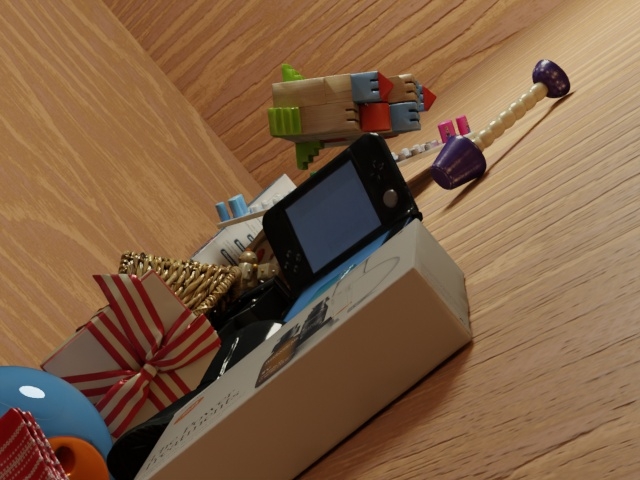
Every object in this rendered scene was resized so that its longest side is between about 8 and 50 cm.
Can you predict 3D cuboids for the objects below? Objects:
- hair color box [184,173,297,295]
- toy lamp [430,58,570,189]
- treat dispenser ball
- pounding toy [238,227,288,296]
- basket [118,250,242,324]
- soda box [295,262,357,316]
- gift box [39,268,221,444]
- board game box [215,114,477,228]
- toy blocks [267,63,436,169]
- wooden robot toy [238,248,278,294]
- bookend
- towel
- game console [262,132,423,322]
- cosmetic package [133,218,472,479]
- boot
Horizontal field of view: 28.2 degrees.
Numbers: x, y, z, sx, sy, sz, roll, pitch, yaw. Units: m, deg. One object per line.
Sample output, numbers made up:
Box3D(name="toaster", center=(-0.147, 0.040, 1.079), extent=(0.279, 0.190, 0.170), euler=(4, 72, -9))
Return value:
Box3D(name="hair color box", center=(-0.136, 0.029, 2.627), extent=(0.105, 0.174, 0.347), euler=(-36, 7, 46))
Box3D(name="toy lamp", center=(0.280, -0.179, 1.996), extent=(0.274, 0.080, 0.080), euler=(-42, 6, -19))
Box3D(name="treat dispenser ball", center=(-0.418, 0.312, 1.705), extent=(0.288, 0.288, 0.288), euler=(-40, 6, 5))
Box3D(name="pounding toy", center=(-0.041, 0.043, 2.437), extent=(0.269, 0.155, 0.154), euler=(-48, 28, 39))
Box3D(name="basket", center=(-0.266, 0.177, 2.309), extent=(0.299, 0.223, 0.213), euler=(108, 170, -63))
Box3D(name="soda box", center=(0.002, 0.115, 1.583), extent=(0.071, 0.067, 0.210), euler=(-37, 6, 37))
Box3D(name="gift box", center=(-0.300, 0.194, 1.977), extent=(0.255, 0.276, 0.258), euler=(-47, 8, -12))
Box3D(name="board game box", center=(0.042, -0.133, 2.454), extent=(0.390, 0.050, 0.390), euler=(-23, 5, -38))
Box3D(name="toy blocks", center=(0.073, -0.241, 2.357), extent=(0.261, 0.191, 0.381), euler=(-6, -2, 12))
Box3D(name="wooden robot toy", center=(-0.140, 0.049, 2.363), extent=(0.173, 0.076, 0.079), euler=(-22, 59, 57))
Box3D(name="bookend", center=(-0.134, 0.150, 2.189), extent=(0.157, 0.072, 0.156), euler=(-44, 7, -31))
Box3D(name="towel", center=(-0.366, 0.345, 1.475), extent=(0.199, 0.275, 0.031), euler=(-41, -38, 0))
Box3D(name="game console", center=(0.000, 0.000, 2.033), extent=(0.293, 0.250, 0.173), euler=(-36, -20, 33))
Box3D(name="cosmetic package", center=(-0.017, 0.147, 1.335), extent=(0.377, 0.097, 0.284), euler=(-39, 3, 10))
Box3D(name="boot", center=(-0.141, 0.209, 1.636), extent=(0.246, 0.094, 0.207), euler=(-31, 12, 20))
